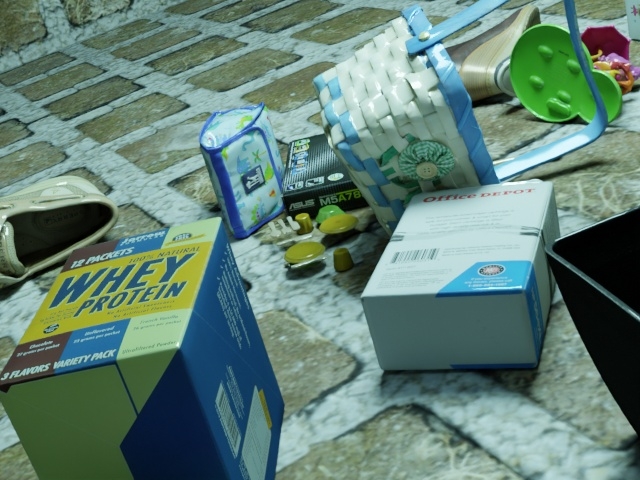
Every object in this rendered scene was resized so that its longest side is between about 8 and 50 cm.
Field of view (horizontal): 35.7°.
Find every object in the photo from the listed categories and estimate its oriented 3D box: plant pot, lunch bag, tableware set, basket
[{"bbox_3d":[0.287,0.073,0.667,0.188,0.166,0.188,-21,27,-9],"label":"plant pot"},{"bbox_3d":[-0.102,-0.092,1.283,0.096,0.128,0.151,-9,26,17],"label":"lunch bag"},{"bbox_3d":[0.000,0.000,1.163,0.104,0.024,0.154,-17,24,-8],"label":"tableware set"},{"bbox_3d":[0.160,-0.139,1.089,0.289,0.254,0.201,-30,45,7],"label":"basket"}]

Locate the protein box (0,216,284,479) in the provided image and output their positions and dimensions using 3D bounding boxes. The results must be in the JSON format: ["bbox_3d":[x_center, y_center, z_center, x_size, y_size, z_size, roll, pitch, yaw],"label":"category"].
[{"bbox_3d":[-0.125,0.123,0.781,0.136,0.199,0.201,-12,25,9],"label":"protein box"}]

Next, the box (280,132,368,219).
[{"bbox_3d":[0.046,-0.101,1.309,0.184,0.045,0.190,-14,26,10],"label":"box"}]

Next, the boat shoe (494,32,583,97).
[{"bbox_3d":[0.314,-0.253,1.413,0.206,0.075,0.065,-22,34,-29],"label":"boat shoe"}]

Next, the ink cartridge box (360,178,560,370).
[{"bbox_3d":[0.141,0.029,0.938,0.148,0.085,0.203,-4,27,24],"label":"ink cartridge box"}]

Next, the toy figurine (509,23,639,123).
[{"bbox_3d":[0.368,-0.230,1.320,0.159,0.130,0.173,-25,47,-37],"label":"toy figurine"}]

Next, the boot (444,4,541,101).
[{"bbox_3d":[0.220,-0.288,1.525,0.207,0.090,0.248,1,34,29],"label":"boot"}]

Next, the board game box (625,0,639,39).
[{"bbox_3d":[0.592,-0.446,1.462,0.303,0.224,0.097,-24,27,-16],"label":"board game box"}]

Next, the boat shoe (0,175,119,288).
[{"bbox_3d":[-0.432,0.006,1.298,0.341,0.121,0.110,-28,27,-24],"label":"boat shoe"}]

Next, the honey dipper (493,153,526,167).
[{"bbox_3d":[0.214,-0.092,1.208,0.161,0.030,0.030,-13,26,3],"label":"honey dipper"}]
